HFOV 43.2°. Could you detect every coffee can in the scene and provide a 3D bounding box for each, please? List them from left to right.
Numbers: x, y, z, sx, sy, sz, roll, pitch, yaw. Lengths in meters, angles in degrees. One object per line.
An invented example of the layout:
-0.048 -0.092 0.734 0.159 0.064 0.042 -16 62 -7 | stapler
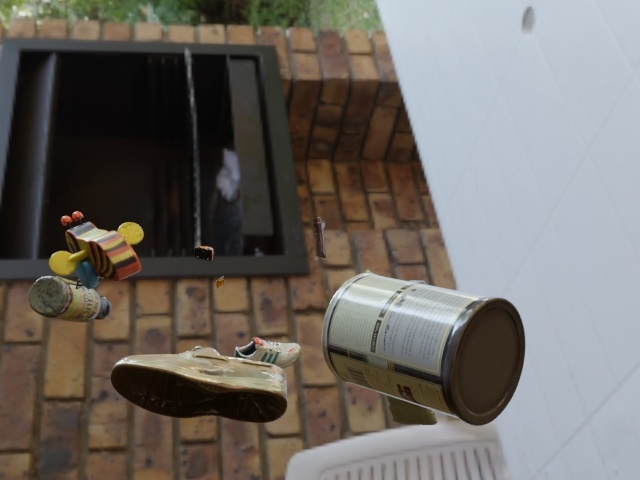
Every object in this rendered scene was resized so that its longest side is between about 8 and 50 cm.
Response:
0.167 0.171 1.341 0.275 0.202 0.201 10 102 45 | coffee can

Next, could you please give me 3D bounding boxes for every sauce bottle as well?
-0.668 0.167 2.207 0.344 0.112 0.111 47 -140 -79 | sauce bottle

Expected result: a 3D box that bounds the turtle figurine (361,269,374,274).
0.189 0.197 1.985 0.197 0.266 0.274 -62 7 10 | turtle figurine

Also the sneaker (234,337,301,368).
-0.124 0.258 1.880 0.057 0.161 0.075 -118 18 -56 | sneaker

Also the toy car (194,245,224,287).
-0.301 0.069 2.198 0.040 0.060 0.122 -33 -69 -61 | toy car

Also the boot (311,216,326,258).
0.000 0.000 2.249 0.106 0.037 0.114 40 -141 -76 | boot

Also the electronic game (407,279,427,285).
0.125 0.157 1.666 0.048 0.229 0.229 52 159 12 | electronic game

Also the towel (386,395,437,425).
0.256 0.476 2.290 0.148 0.027 0.110 -6 111 39 | towel

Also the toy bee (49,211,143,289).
-0.487 0.018 1.683 0.195 0.298 0.162 -35 -76 -53 | toy bee

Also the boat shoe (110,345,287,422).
-0.206 0.239 1.398 0.098 0.303 0.109 -94 16 -54 | boat shoe
